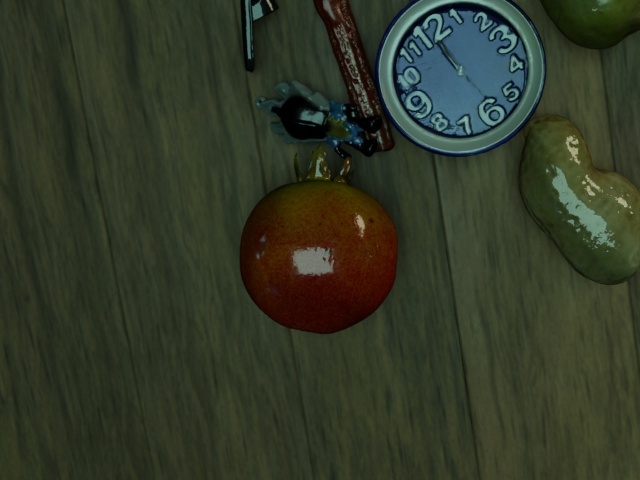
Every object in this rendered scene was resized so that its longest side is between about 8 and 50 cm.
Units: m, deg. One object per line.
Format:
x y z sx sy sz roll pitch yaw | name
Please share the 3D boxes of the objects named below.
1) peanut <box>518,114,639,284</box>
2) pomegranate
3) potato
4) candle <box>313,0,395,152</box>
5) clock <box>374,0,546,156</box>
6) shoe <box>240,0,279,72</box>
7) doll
0.357 -0.056 1.405 0.137 0.122 0.253 -40 89 -7 | peanut
0.000 0.000 1.400 0.221 0.221 0.257 -1 82 6 | pomegranate
0.369 -0.377 1.335 0.197 0.148 0.228 -30 96 -4 | potato
0.035 -0.279 1.435 0.051 0.048 0.329 -19 97 0 | candle
0.193 -0.231 1.403 0.230 0.083 0.230 1 95 12 | clock
-0.086 -0.317 1.439 0.053 0.062 0.159 -1 98 -7 | shoe
-0.009 -0.172 1.439 0.195 0.070 0.096 20 119 22 | doll
